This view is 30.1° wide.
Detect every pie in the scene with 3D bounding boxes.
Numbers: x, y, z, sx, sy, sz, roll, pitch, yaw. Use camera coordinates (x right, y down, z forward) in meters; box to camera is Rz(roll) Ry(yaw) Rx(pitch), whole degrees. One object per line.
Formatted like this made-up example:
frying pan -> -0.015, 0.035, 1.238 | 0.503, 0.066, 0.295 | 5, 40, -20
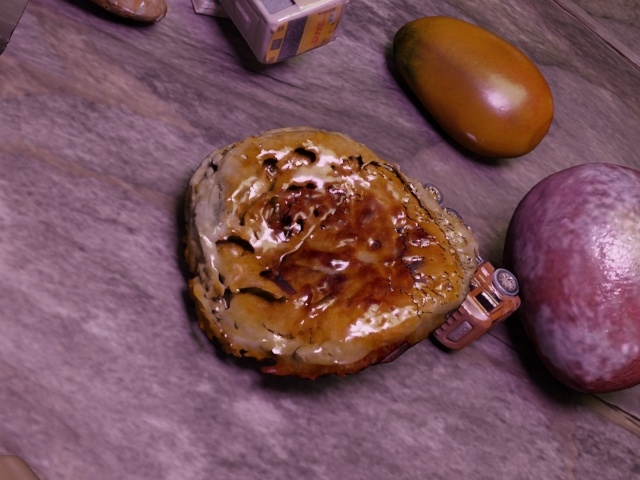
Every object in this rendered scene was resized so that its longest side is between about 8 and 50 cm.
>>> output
pie -> 0.000, 0.001, 1.148 | 0.308, 0.085, 0.308 | 7, 58, -11

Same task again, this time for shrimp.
shrimp -> -0.250, -0.298, 1.240 | 0.223, 0.047, 0.126 | 27, 27, -41

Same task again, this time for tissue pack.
tissue pack -> -0.101, -0.282, 1.384 | 0.108, 0.023, 0.056 | 1, 56, -37

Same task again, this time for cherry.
cherry -> 0.311, 0.028, 1.318 | 0.236, 0.213, 0.285 | 33, 43, -32

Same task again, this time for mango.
mango -> 0.191, -0.195, 1.477 | 0.221, 0.120, 0.151 | 46, 43, 12

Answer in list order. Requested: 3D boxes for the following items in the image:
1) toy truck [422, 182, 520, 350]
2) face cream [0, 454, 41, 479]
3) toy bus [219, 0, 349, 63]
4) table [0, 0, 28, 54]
toy truck -> 0.119, 0.026, 1.276 | 0.192, 0.083, 0.092 | 50, 42, 6
face cream -> -0.138, 0.288, 0.794 | 0.137, 0.084, 0.341 | -34, 62, -25
toy bus -> -0.096, -0.357, 1.352 | 0.138, 0.097, 0.342 | -27, 70, -22
table -> -0.372, -0.271, 1.087 | 0.220, 0.126, 0.126 | 24, 46, -21
